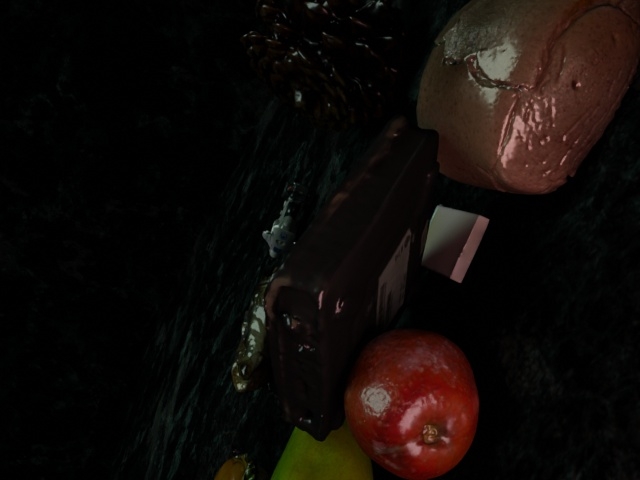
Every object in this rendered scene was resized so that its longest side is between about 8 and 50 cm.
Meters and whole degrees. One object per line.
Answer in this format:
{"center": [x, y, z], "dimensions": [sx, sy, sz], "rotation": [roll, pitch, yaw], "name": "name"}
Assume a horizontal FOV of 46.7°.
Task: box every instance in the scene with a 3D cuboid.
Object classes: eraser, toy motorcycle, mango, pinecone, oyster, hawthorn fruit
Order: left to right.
{"center": [-0.108, 0.191, 1.632], "dimensions": [0.198, 0.133, 0.337], "rotation": [125, 166, -55], "name": "oyster"}
{"center": [-0.084, -0.053, 1.945], "dimensions": [0.150, 0.102, 0.221], "rotation": [135, 156, -79], "name": "toy motorcycle"}
{"center": [-0.005, 0.366, 1.039], "dimensions": [0.273, 0.149, 0.185], "rotation": [-78, 13, -52], "name": "mango"}
{"center": [0.018, -0.461, 1.705], "dimensions": [0.398, 0.397, 0.398], "rotation": [-55, 19, 31], "name": "pinecone"}
{"center": [0.107, 0.196, 0.881], "dimensions": [0.173, 0.172, 0.173], "rotation": [-55, 19, 31], "name": "hawthorn fruit"}
{"center": [0.197, 0.001, 1.136], "dimensions": [0.104, 0.023, 0.150], "rotation": [-66, 17, 1], "name": "eraser"}

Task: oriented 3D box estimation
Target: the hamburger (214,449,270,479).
{"center": [-0.156, 0.493, 1.418], "dimensions": [0.189, 0.093, 0.164], "rotation": [-22, 44, 64], "name": "hamburger"}

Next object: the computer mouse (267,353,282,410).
{"center": [-0.046, 0.223, 1.449], "dimensions": [0.137, 0.096, 0.233], "rotation": [-32, 39, 63], "name": "computer mouse"}

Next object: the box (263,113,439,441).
{"center": [0.056, 0.056, 0.981], "dimensions": [0.350, 0.091, 0.359], "rotation": [-52, -25, -34], "name": "box"}

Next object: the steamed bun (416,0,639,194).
{"center": [0.251, -0.220, 0.965], "dimensions": [0.301, 0.199, 0.251], "rotation": [-65, 17, 1], "name": "steamed bun"}
